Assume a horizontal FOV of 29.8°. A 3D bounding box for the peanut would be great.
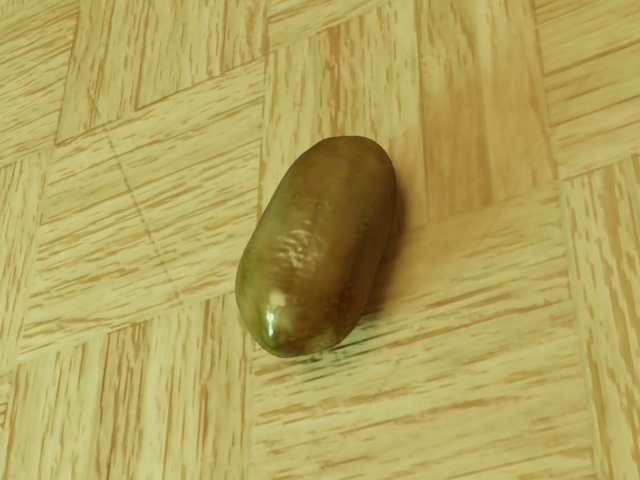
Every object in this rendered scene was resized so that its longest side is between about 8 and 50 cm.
[{"bbox_3d":[0.000,0.000,0.690,0.076,0.076,0.152,-2,52,35],"label":"peanut"}]
